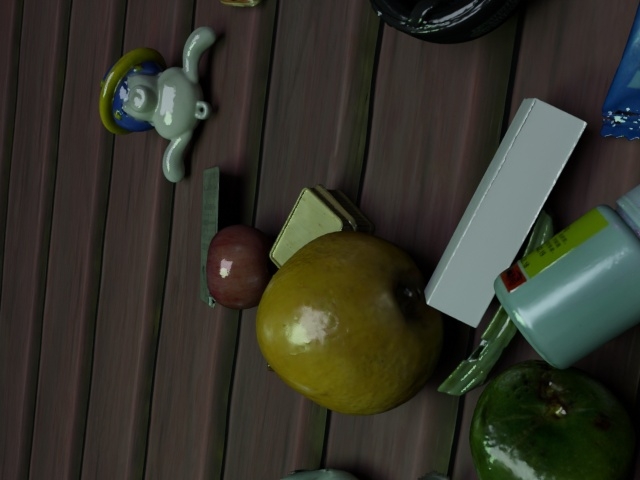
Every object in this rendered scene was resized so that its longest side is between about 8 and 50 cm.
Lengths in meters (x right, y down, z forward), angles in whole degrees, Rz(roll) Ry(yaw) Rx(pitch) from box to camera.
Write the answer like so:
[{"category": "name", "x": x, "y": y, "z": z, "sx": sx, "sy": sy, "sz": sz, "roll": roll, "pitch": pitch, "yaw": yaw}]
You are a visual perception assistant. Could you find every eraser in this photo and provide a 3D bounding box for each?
[{"category": "eraser", "x": 0.239, "y": -0.037, "z": 1.016, "sx": 0.076, "sy": 0.078, "sz": 0.298, "roll": 26, "pitch": 100, "yaw": 0}]

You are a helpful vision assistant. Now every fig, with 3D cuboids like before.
[{"category": "fig", "x": 0.291, "y": 0.277, "z": 0.985, "sx": 0.203, "sy": 0.235, "sz": 0.203, "roll": -5, "pitch": 57, "yaw": 8}]

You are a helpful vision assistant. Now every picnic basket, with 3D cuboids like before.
[{"category": "picnic basket", "x": 0.000, "y": 0.000, "z": 1.281, "sx": 0.115, "sy": 0.079, "sz": 0.164, "roll": 47, "pitch": 120, "yaw": 31}]

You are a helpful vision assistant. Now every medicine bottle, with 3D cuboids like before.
[{"category": "medicine bottle", "x": 0.331, "y": 0.039, "z": 0.905, "sx": 0.225, "sy": 0.139, "sz": 0.139, "roll": -37, "pitch": 64, "yaw": 15}]

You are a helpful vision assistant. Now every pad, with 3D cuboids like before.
[{"category": "pad", "x": -0.217, "y": -0.008, "z": 1.479, "sx": 0.159, "sy": 0.009, "sz": 0.265, "roll": -174, "pitch": 86, "yaw": -72}]

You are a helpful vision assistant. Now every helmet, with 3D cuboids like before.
[{"category": "helmet", "x": 0.203, "y": -0.385, "z": 1.044, "sx": 0.279, "sy": 0.160, "sz": 0.230, "roll": -37, "pitch": 65, "yaw": 20}]

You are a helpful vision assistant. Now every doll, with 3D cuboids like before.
[{"category": "doll", "x": -0.329, "y": -0.310, "z": 1.532, "sx": 0.242, "sy": 0.160, "sz": 0.311, "roll": 45, "pitch": 115, "yaw": 34}]

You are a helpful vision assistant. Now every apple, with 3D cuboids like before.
[{"category": "apple", "x": -0.136, "y": 0.047, "z": 1.363, "sx": 0.120, "sy": 0.153, "sz": 0.153, "roll": 1, "pitch": 91, "yaw": 12}]

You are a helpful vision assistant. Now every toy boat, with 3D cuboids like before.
[{"category": "toy boat", "x": 0.254, "y": 0.095, "z": 1.042, "sx": 0.055, "sy": 0.093, "sz": 0.293, "roll": 32, "pitch": 109, "yaw": 20}]

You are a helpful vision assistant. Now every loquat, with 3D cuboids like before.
[{"category": "loquat", "x": 0.033, "y": 0.123, "z": 1.125, "sx": 0.275, "sy": 0.275, "sz": 0.274, "roll": 0, "pitch": 90, "yaw": 43}]

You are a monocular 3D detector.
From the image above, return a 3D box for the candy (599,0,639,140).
[{"category": "candy", "x": 0.443, "y": -0.268, "z": 0.882, "sx": 0.187, "sy": 0.077, "sz": 0.331, "roll": 23, "pitch": 104, "yaw": 47}]

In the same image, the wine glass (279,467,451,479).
[{"category": "wine glass", "x": 0.061, "y": 0.425, "z": 1.191, "sx": 0.321, "sy": 0.143, "sz": 0.143, "roll": -15, "pitch": 80, "yaw": 43}]

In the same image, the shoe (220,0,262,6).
[{"category": "shoe", "x": -0.153, "y": -0.477, "z": 1.432, "sx": 0.109, "sy": 0.072, "sz": 0.069, "roll": 40, "pitch": 155, "yaw": 40}]
